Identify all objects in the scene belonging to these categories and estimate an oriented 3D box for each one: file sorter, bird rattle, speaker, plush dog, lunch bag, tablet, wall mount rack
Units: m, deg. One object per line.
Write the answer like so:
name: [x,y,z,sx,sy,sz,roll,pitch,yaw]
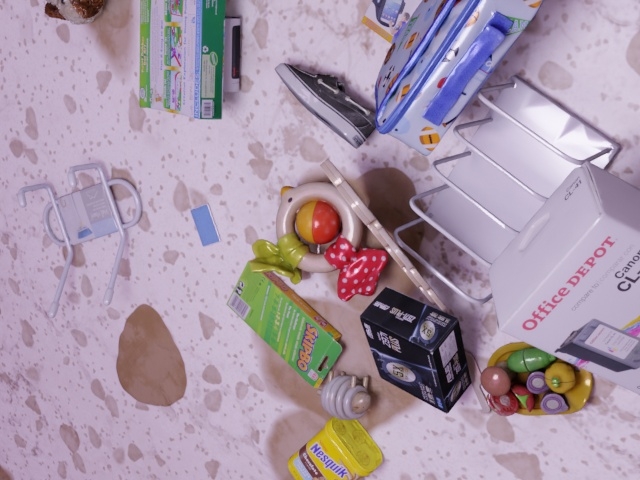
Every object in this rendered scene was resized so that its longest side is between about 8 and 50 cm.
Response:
file sorter: [0.261,-0.071,1.193,0.193,0.173,0.278,41,123,19]
bird rattle: [0.000,0.000,1.422,0.253,0.143,0.207,5,100,32]
speaker: [-0.176,-0.344,1.490,0.055,0.055,0.136,14,111,31]
plush dog: [-0.512,-0.546,1.616,0.262,0.210,0.225,21,133,59]
lunch bag: [0.187,-0.281,1.134,0.115,0.243,0.303,27,121,-11]
tablet: [-0.236,-0.031,1.654,0.054,0.006,0.083,-16,95,37]
wall mount rack: [-0.543,-0.001,1.799,0.350,0.130,0.304,-14,96,37]

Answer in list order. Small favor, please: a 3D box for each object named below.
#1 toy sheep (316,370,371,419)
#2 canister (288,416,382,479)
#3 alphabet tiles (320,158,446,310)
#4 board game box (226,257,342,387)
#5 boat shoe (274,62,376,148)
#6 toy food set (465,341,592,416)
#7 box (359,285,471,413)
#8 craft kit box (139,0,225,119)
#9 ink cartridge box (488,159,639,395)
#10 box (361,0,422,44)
toy sheep: [0.044,0.292,1.507,0.132,0.091,0.091,2,105,49]
canister: [0.024,0.429,1.566,0.126,0.073,0.170,50,127,13]
alphabet tiles: [0.097,-0.008,1.271,0.021,0.284,0.278,-39,40,5]
board game box: [-0.068,0.162,1.576,0.259,0.039,0.124,43,124,21]
boat shoe: [0.012,-0.247,1.385,0.070,0.078,0.219,-46,69,-1]
toy food set: [0.324,0.236,1.301,0.218,0.071,0.128,-13,96,37]
box: [0.160,0.182,1.334,0.147,0.077,0.180,24,148,36]
craft kit box: [-0.261,-0.359,1.490,0.246,0.061,0.250,20,111,47]
ink cartridge box: [0.414,0.069,1.066,0.306,0.131,0.226,23,124,-14]
box: [0.130,-0.387,1.283,0.081,0.028,0.136,41,124,19]
